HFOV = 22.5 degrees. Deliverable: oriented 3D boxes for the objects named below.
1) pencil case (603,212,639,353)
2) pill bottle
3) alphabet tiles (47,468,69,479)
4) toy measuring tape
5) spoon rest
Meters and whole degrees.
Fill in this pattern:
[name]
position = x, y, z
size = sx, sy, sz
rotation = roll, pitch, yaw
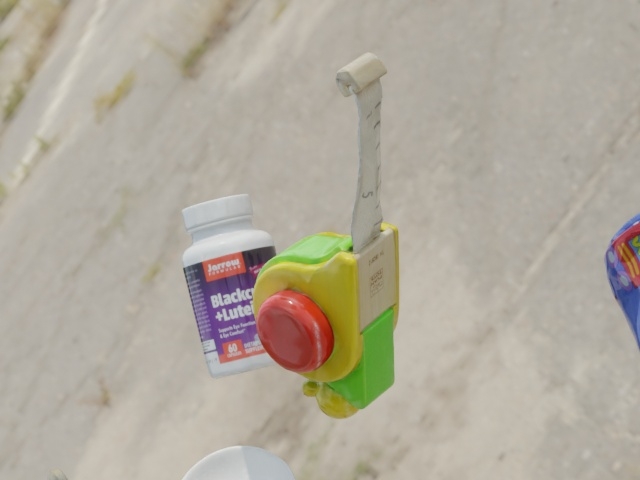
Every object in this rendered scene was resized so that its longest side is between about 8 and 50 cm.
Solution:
[pencil case]
position = 0.304, 0.102, 1.092
size = 0.133, 0.119, 0.306
rotation = -36, 65, 32
[pill bottle]
position = -0.095, 0.051, 1.804
size = 0.108, 0.194, 0.108
rotation = -14, -3, -1
[alphabet tiles]
position = -0.137, 0.322, 0.996
size = 0.342, 0.011, 0.285
rotation = 37, 122, 47
[toy measuring tape]
position = 0.000, 0.000, 1.271
size = 0.121, 0.121, 0.330
rotation = -88, -4, -59
[spoon rest]
position = -0.131, 0.336, 1.771
size = 0.137, 0.084, 0.276
rotation = 21, 58, 27
